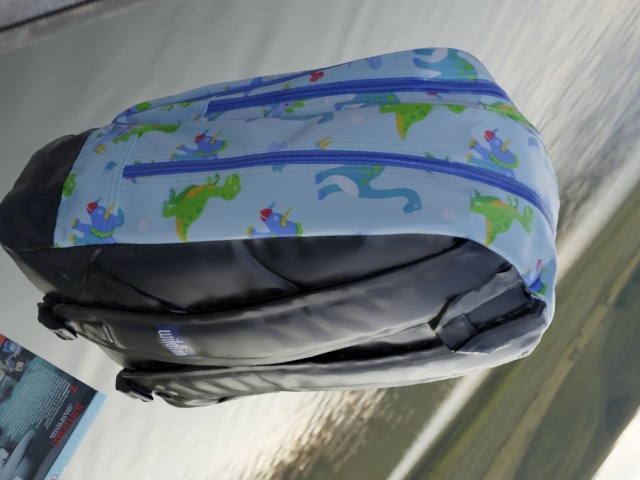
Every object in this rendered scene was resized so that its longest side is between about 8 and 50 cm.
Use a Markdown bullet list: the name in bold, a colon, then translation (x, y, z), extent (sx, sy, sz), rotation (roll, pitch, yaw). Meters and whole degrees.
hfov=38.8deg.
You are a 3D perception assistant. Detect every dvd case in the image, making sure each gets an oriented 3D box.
- **dvd case**: translation (-0.184, 0.101, 0.512), extent (0.087, 0.119, 0.013), rotation (-61, 145, -15)

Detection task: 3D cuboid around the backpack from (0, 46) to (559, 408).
- **backpack**: translation (0.000, 0.000, 0.687), extent (0.290, 0.355, 0.273), rotation (56, 48, -44)
